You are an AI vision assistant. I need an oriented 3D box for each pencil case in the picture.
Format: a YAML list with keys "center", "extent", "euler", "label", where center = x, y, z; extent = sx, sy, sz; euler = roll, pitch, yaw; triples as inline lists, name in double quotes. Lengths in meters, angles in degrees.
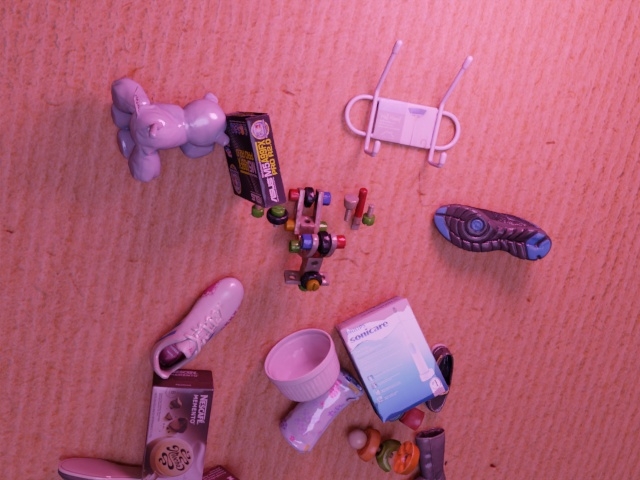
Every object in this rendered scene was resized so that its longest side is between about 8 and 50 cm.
- center: [0.001, 0.494, 1.906]
  extent: [0.124, 0.113, 0.273]
  euler: [43, 92, 2]
  label: "pencil case"

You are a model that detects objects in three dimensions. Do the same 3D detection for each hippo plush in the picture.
- center: [-0.360, -0.300, 1.566]
  extent: [0.236, 0.294, 0.234]
  euler: [-18, 77, -28]
  label: "hippo plush"

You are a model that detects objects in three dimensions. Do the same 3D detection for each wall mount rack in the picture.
- center: [0.255, -0.363, 1.741]
  extent: [0.350, 0.130, 0.304]
  euler: [7, 102, -16]
  label: "wall mount rack"

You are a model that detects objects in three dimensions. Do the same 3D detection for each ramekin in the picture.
- center: [-0.044, 0.358, 1.818]
  extent: [0.207, 0.207, 0.109]
  euler: [-27, 118, -6]
  label: "ramekin"

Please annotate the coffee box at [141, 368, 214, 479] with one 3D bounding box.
- center: [-0.401, 0.519, 1.810]
  extent: [0.168, 0.119, 0.297]
  euler: [7, 102, -14]
  label: "coffee box"

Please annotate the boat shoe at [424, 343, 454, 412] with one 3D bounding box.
- center: [0.368, 0.439, 2.007]
  extent: [0.081, 0.068, 0.227]
  euler: [0, 104, -14]
  label: "boat shoe"

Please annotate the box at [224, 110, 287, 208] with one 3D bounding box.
- center: [-0.175, -0.207, 1.599]
  extent: [0.060, 0.270, 0.216]
  euler: [-16, 108, -20]
  label: "box"

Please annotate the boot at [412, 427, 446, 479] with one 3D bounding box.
- center: [0.326, 0.720, 2.067]
  extent: [0.190, 0.076, 0.208]
  euler: [-17, 115, -24]
  label: "boot"

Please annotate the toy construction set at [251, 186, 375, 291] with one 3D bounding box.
- center: [0.000, 0.000, 1.756]
  extent: [0.309, 0.257, 0.237]
  euler: [-20, 137, -32]
  label: "toy construction set"

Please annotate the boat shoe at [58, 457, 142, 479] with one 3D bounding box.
- center: [-0.571, 0.688, 1.816]
  extent: [0.335, 0.112, 0.095]
  euler: [13, 96, -20]
  label: "boat shoe"

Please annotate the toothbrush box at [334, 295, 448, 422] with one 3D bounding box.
- center: [0.202, 0.338, 1.872]
  extent: [0.216, 0.126, 0.295]
  euler: [-26, 93, -7]
  label: "toothbrush box"

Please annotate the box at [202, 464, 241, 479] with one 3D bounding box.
- center: [-0.326, 0.881, 1.878]
  extent: [0.191, 0.143, 0.381]
  euler: [-12, 110, -41]
  label: "box"

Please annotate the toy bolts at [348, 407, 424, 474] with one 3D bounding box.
- center: [0.202, 0.573, 1.945]
  extent: [0.158, 0.218, 0.228]
  euler: [30, 77, -13]
  label: "toy bolts"

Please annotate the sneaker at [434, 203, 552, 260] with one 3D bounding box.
- center: [0.497, -0.029, 1.900]
  extent: [0.341, 0.139, 0.125]
  euler: [18, 110, 1]
  label: "sneaker"

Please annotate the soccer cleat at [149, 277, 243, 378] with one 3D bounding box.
- center: [-0.326, 0.244, 1.745]
  extent: [0.331, 0.143, 0.116]
  euler: [-46, 110, 0]
  label: "soccer cleat"
